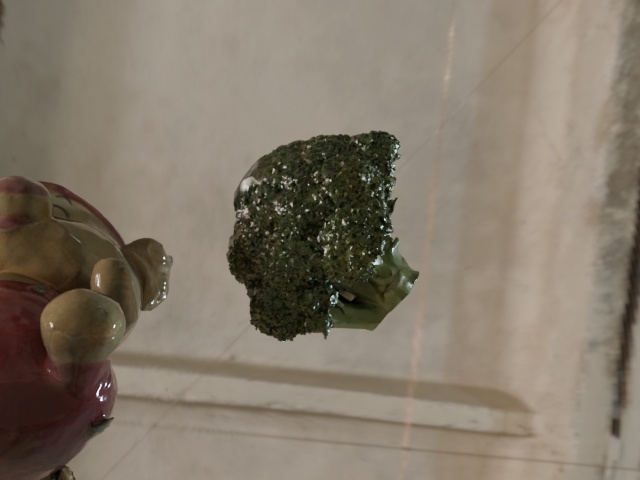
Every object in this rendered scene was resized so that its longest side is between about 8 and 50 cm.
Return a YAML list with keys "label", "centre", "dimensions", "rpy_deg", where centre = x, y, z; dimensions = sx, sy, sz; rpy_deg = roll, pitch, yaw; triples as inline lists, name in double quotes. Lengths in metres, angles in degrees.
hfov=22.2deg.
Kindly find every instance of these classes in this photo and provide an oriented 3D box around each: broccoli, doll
- label: "broccoli"
  centre: [0.000, 0.000, 1.125]
  dimensions: [0.138, 0.146, 0.162]
  rpy_deg: [39, -136, -12]
- label: "doll"
  centre: [-0.200, 0.042, 1.063]
  dimensions: [0.196, 0.256, 0.152]
  rpy_deg: [24, -69, -12]
